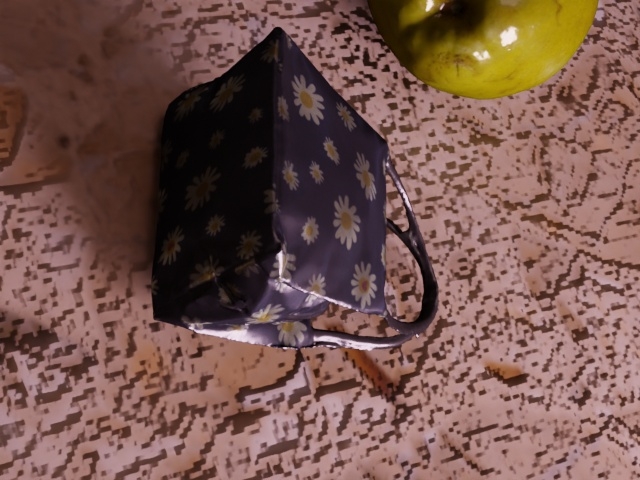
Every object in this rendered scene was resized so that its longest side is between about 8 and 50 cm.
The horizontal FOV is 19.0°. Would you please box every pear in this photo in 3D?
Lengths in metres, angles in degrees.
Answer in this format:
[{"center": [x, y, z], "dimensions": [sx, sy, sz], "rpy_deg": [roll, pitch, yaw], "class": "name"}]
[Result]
[{"center": [0.075, -0.119, 0.880], "dimensions": [0.107, 0.107, 0.131], "rpy_deg": [48, 32, -7], "class": "pear"}]

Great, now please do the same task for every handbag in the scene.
[{"center": [0.000, 0.000, 0.772], "dimensions": [0.139, 0.072, 0.115], "rpy_deg": [33, 44, -39], "class": "handbag"}]
